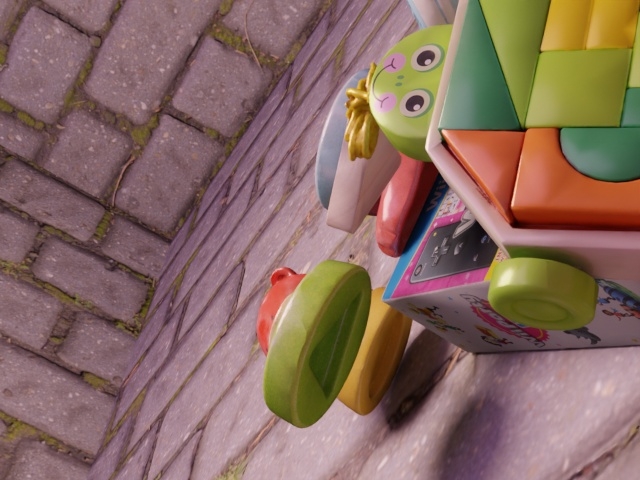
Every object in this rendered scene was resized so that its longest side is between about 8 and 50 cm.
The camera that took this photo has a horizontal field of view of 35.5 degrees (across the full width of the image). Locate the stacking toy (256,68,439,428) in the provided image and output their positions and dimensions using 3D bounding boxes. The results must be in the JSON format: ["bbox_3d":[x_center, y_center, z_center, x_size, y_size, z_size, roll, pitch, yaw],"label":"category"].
[{"bbox_3d":[0.000,0.000,0.838,0.279,0.130,0.309,-10,-62,-67],"label":"stacking toy"}]

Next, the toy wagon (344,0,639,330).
[{"bbox_3d":[0.159,-0.082,0.546,0.344,0.068,0.267,3,65,28],"label":"toy wagon"}]

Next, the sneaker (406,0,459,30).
[{"bbox_3d":[0.188,-0.226,0.782,0.208,0.127,0.319,-26,1,26],"label":"sneaker"}]

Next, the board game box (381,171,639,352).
[{"bbox_3d":[0.184,-0.041,0.720,0.224,0.097,0.303,-64,14,-17],"label":"board game box"}]
